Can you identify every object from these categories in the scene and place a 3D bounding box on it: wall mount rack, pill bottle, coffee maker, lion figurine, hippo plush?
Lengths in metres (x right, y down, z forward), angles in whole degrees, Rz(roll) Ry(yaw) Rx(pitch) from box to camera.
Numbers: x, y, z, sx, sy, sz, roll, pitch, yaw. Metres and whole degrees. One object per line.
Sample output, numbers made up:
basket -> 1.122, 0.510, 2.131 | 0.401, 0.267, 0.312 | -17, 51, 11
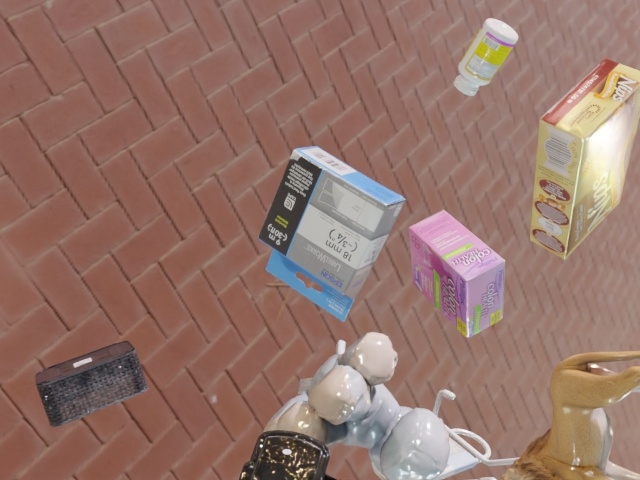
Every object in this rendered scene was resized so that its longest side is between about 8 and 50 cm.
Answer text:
wall mount rack -> 0.292, 0.445, 1.416 | 0.350, 0.304, 0.130 | -2, 113, -41
pill bottle -> 0.189, -0.211, 0.774 | 0.043, 0.083, 0.043 | 17, 41, -16
coffee maker -> -0.057, 0.355, 0.842 | 0.171, 0.120, 0.178 | -41, 146, -35
lion figurine -> 0.432, 0.314, 1.099 | 0.142, 0.240, 0.392 | -12, 110, -60
hippo plush -> 0.067, 0.305, 1.045 | 0.234, 0.294, 0.236 | -43, 88, -18

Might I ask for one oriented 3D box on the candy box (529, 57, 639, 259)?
candy box -> 0.462, -0.132, 1.169 | 0.183, 0.087, 0.316 | -41, 145, -18

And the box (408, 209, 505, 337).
box -> 0.345, 0.084, 1.705 | 0.117, 0.243, 0.213 | -26, 134, -16

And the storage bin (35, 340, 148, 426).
storage bin -> -0.427, 0.262, 1.244 | 0.180, 0.122, 0.084 | -18, 99, -22

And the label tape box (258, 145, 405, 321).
label tape box -> 0.000, 0.000, 1.447 | 0.106, 0.241, 0.333 | -23, 141, -59
